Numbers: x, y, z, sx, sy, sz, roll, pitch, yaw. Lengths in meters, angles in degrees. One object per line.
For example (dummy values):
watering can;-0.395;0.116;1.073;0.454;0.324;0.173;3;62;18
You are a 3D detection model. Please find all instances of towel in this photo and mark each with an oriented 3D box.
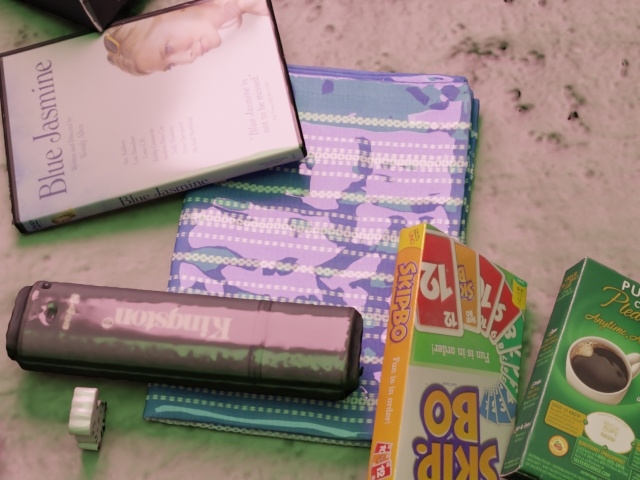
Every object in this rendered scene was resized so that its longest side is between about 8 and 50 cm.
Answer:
towel;0.000;0.000;1.111;0.243;0.040;0.336;6;64;5

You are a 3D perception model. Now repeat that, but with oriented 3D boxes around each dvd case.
dvd case;-0.150;-0.117;1.159;0.253;0.022;0.180;-15;63;3

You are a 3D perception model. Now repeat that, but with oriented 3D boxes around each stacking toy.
stacking toy;-0.262;0.204;1.011;0.167;0.052;0.221;5;66;5

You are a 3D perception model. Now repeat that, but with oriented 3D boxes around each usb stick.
usb stick;-0.103;0.076;1.044;0.278;0.045;0.077;5;66;7

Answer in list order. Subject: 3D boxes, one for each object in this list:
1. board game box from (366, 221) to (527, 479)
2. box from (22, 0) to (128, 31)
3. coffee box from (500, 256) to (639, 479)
board game box;0.095;0.127;1.009;0.124;0.039;0.259;29;60;-35
box;-0.208;-0.310;1.213;0.153;0.108;0.207;25;67;29
coffee box;0.218;0.117;1.033;0.113;0.040;0.184;24;66;-7
